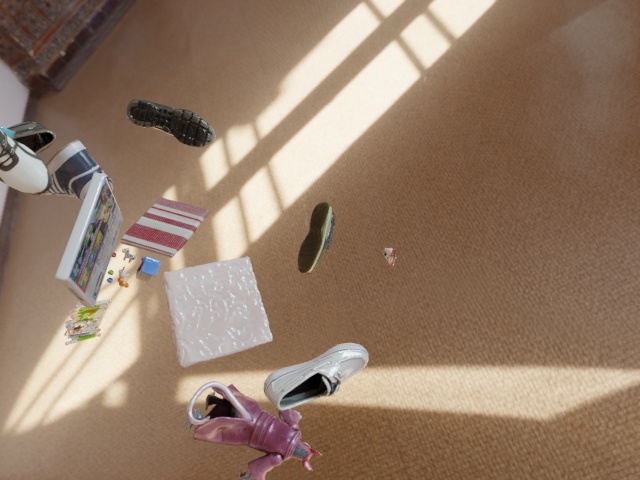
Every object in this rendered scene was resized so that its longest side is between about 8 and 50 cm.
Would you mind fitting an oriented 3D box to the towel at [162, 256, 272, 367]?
[{"bbox_3d":[-0.358,0.236,1.589,0.317,0.053,0.331,-11,70,-20],"label":"towel"}]

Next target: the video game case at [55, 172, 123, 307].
[{"bbox_3d":[-0.420,0.006,0.851,0.023,0.183,0.201,11,65,-8],"label":"video game case"}]

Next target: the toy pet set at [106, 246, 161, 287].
[{"bbox_3d":[-0.488,0.066,1.211,0.065,0.114,0.122,-50,36,20],"label":"toy pet set"}]

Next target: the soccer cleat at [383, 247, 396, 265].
[{"bbox_3d":[0.208,0.049,1.390,0.036,0.083,0.029,14,61,17],"label":"soccer cleat"}]

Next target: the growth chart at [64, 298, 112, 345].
[{"bbox_3d":[-0.904,0.314,1.777,0.021,0.172,0.237,43,120,21],"label":"growth chart"}]

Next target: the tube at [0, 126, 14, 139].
[{"bbox_3d":[-0.655,-0.122,0.895,0.080,0.052,0.207,7,82,48],"label":"tube"}]

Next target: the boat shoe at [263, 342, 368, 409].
[{"bbox_3d":[0.006,0.309,1.020,0.258,0.095,0.084,-18,25,-22],"label":"boat shoe"}]

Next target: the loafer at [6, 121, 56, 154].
[{"bbox_3d":[-0.696,-0.177,0.979,0.084,0.096,0.267,13,46,36],"label":"loafer"}]

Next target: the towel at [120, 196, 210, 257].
[{"bbox_3d":[-0.642,-0.057,1.924,0.237,0.037,0.329,15,39,7],"label":"towel"}]

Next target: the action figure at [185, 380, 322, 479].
[{"bbox_3d":[-0.163,0.515,1.287,0.370,0.275,0.248,21,47,9],"label":"action figure"}]

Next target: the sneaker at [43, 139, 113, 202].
[{"bbox_3d":[-0.674,-0.148,1.257,0.282,0.153,0.099,-23,23,43],"label":"sneaker"}]

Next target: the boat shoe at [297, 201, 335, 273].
[{"bbox_3d":[-0.001,-0.001,1.331,0.080,0.073,0.223,-2,64,40],"label":"boat shoe"}]

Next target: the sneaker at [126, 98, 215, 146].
[{"bbox_3d":[-0.443,-0.366,1.401,0.106,0.267,0.101,-84,17,-72],"label":"sneaker"}]

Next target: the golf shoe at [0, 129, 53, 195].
[{"bbox_3d":[-0.543,-0.149,0.762,0.077,0.198,0.094,-45,22,-5],"label":"golf shoe"}]
